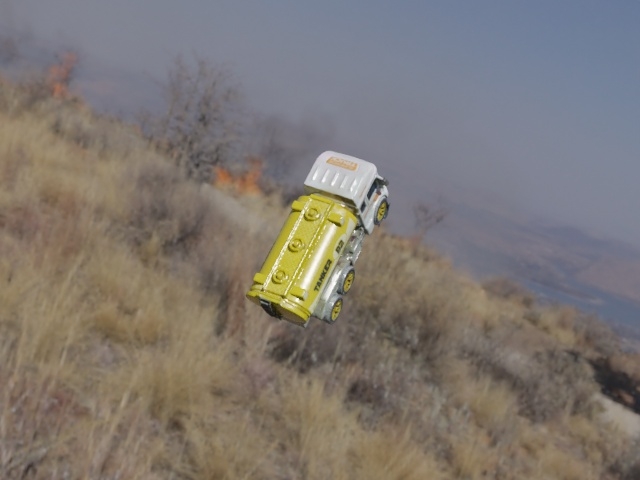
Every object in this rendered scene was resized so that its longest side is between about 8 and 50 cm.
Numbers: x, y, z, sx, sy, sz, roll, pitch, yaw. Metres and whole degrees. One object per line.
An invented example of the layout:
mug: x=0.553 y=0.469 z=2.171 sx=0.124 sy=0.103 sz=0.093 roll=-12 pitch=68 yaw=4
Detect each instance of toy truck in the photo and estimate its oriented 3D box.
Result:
toy truck: x=0.000 y=0.000 z=1.052 sx=0.098 sy=0.227 sz=0.114 roll=19 pitch=-22 yaw=21
